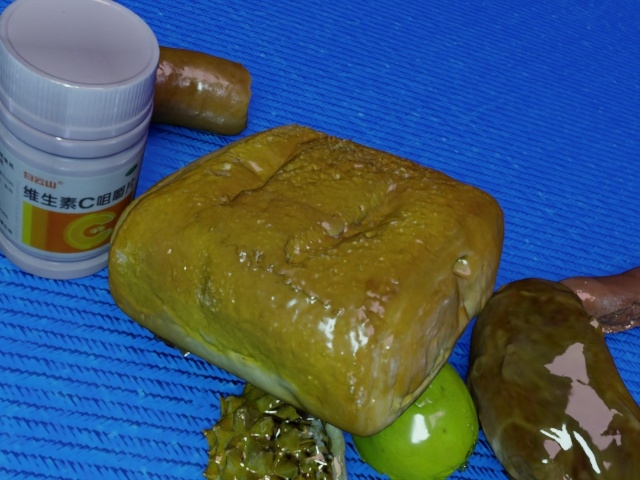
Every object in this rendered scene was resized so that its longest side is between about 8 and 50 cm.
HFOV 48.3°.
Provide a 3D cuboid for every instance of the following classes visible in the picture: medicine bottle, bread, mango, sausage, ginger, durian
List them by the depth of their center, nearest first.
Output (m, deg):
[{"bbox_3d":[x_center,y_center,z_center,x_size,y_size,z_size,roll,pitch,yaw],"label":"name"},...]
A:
[{"bbox_3d":[-0.020,0.206,0.610,0.140,0.078,0.224,-6,54,-28],"label":"durian"},{"bbox_3d":[-0.227,-0.085,0.647,0.133,0.249,0.133,13,47,-15],"label":"medicine bottle"},{"bbox_3d":[0.239,0.187,0.689,0.172,0.165,0.321,-12,63,-23],"label":"ginger"},{"bbox_3d":[0.078,0.150,0.691,0.119,0.100,0.178,-13,48,-28],"label":"mango"},{"bbox_3d":[0.000,-0.007,0.693,0.337,0.148,0.328,25,43,26],"label":"bread"},{"bbox_3d":[-0.215,-0.180,0.837,0.271,0.109,0.109,-3,54,-27],"label":"sausage"},{"bbox_3d":[0.422,0.063,0.935,0.327,0.079,0.087,-12,69,-31],"label":"sausage"}]
